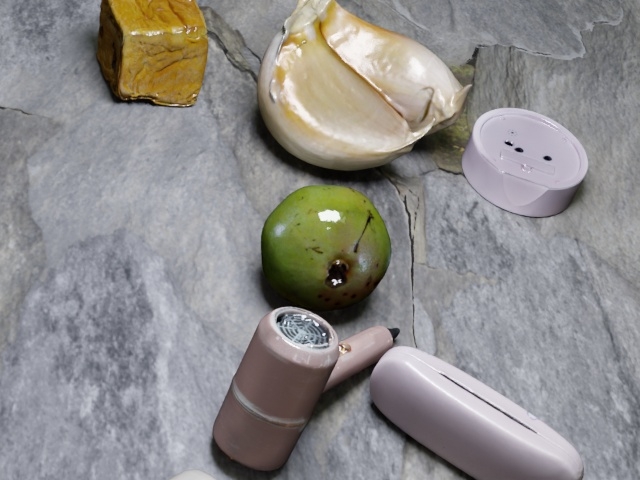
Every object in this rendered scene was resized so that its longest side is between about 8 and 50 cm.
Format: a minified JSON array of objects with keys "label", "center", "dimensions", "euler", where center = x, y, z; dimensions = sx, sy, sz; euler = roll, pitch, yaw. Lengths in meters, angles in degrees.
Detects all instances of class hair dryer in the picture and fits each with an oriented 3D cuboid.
[{"label":"hair dryer","center":[0.013,0.149,1.658],"dimensions":[0.106,0.189,0.344],"euler":[36,30,21]}]

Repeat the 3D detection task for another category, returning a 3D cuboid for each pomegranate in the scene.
[{"label":"pomegranate","center":[-0.008,-0.001,1.798],"dimensions":[0.179,0.179,0.210],"euler":[-20,38,-35]}]

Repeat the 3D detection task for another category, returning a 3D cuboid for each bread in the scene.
[{"label":"bread","center":[-0.264,-0.306,2.029],"dimensions":[0.143,0.158,0.149],"euler":[-4,51,-25]}]

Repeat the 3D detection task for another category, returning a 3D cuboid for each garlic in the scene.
[{"label":"garlic","center":[0.056,-0.240,2.037],"dimensions":[0.313,0.249,0.286],"euler":[38,25,-8]}]

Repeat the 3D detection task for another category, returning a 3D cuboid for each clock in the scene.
[{"label":"clock","center":[0.333,-0.129,2.121],"dimensions":[0.196,0.068,0.197],"euler":[10,43,-9]}]

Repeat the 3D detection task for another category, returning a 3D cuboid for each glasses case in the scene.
[{"label":"glasses case","center":[0.195,0.239,1.653],"dimensions":[0.296,0.113,0.075],"euler":[31,46,12]}]

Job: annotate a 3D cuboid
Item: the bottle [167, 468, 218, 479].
[{"label":"bottle","center":[-0.192,0.359,1.373],"dimensions":[0.236,0.148,0.147],"euler":[-28,59,-30]}]
